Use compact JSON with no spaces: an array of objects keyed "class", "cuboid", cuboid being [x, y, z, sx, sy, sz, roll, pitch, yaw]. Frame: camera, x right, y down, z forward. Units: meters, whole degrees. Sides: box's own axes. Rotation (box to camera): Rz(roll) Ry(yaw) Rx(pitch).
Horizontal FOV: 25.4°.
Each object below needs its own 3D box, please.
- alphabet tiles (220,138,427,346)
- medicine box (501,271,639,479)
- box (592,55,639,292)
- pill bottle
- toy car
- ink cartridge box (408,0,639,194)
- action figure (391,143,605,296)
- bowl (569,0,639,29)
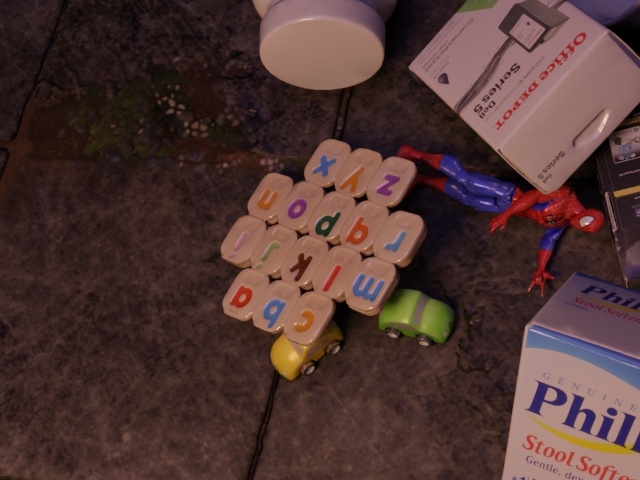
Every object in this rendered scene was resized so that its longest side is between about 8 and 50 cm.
[{"class":"alphabet tiles","cuboid":[0.000,0.000,1.832,0.284,0.021,0.278,19,71,40]},{"class":"medicine box","cuboid":[0.344,0.218,1.499,0.263,0.289,0.149,19,32,26]},{"class":"box","cuboid":[0.538,-0.109,1.741,0.394,0.097,0.318,-13,57,10]},{"class":"pill bottle","cuboid":[0.008,-0.408,2.004,0.210,0.210,0.363,-7,61,14]},{"class":"toy car","cuboid":[0.061,0.078,1.813,0.225,0.053,0.239,11,66,23]},{"class":"ink cartridge box","cuboid":[0.261,-0.212,1.794,0.198,0.114,0.273,-48,35,8]},{"class":"action figure","cuboid":[0.215,-0.028,1.802,0.280,0.091,0.139,12,59,24]},{"class":"bowl","cuboid":[0.459,-0.394,1.860,0.134,0.298,0.298,20,62,-20]}]
